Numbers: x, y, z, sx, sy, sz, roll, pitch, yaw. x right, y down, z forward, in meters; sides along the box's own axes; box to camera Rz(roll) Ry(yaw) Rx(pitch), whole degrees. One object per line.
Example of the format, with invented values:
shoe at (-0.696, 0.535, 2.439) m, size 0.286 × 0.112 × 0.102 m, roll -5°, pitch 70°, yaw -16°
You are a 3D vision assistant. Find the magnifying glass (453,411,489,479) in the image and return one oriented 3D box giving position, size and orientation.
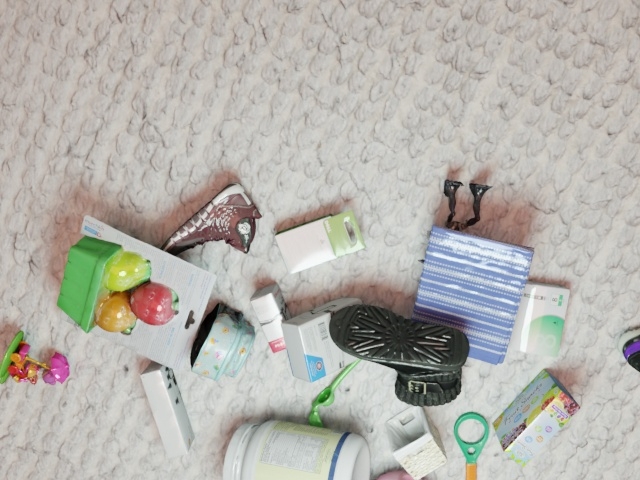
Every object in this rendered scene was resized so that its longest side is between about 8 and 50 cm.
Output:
magnifying glass at (0.404, 0.571, 1.759) m, size 0.092 × 0.026 × 0.231 m, roll -1°, pitch 97°, yaw 3°

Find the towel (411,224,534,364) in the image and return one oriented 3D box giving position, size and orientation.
towel at (0.357, 0.137, 1.584) m, size 0.243 × 0.040 × 0.336 m, roll 14°, pitch 118°, yaw 12°

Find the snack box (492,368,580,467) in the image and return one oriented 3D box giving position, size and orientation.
snack box at (0.537, 0.442, 1.653) m, size 0.070 × 0.174 × 0.207 m, roll 41°, pitch 100°, yaw -1°

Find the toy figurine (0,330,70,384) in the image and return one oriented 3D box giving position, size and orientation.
toy figurine at (-0.751, 0.342, 1.745) m, size 0.159 × 0.130 × 0.173 m, roll 23°, pitch 122°, yaw -10°

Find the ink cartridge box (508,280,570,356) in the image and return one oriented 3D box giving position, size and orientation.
ink cartridge box at (0.505, 0.192, 1.677) m, size 0.225 × 0.056 × 0.181 m, roll 7°, pitch 99°, yaw 0°

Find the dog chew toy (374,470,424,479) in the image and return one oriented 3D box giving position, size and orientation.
dog chew toy at (0.175, 0.771, 1.721) m, size 0.207 × 0.206 × 0.332 m, roll 26°, pitch 108°, yaw -1°

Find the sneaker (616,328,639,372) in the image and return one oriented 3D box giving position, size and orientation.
sneaker at (0.903, 0.273, 1.611) m, size 0.293 × 0.146 × 0.102 m, roll -15°, pitch 115°, yaw 8°

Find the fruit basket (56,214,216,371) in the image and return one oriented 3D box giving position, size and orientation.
fruit basket at (-0.461, 0.135, 1.646) m, size 0.353 × 0.165 × 0.327 m, roll 21°, pitch 117°, yaw -3°

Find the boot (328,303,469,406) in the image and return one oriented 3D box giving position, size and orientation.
boot at (0.189, 0.296, 1.622) m, size 0.348 × 0.260 × 0.131 m, roll 15°, pitch 59°, yaw 11°

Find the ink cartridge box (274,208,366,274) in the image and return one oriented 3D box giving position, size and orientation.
ink cartridge box at (0.000, 0.000, 1.665) m, size 0.209 × 0.062 × 0.109 m, roll -19°, pitch 98°, yaw 6°

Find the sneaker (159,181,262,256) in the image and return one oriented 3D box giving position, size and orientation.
sneaker at (-0.266, -0.004, 1.659) m, size 0.281 × 0.106 × 0.162 m, roll -40°, pitch 98°, yaw 8°

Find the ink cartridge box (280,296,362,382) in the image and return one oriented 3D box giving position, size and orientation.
ink cartridge box at (0.018, 0.243, 1.641) m, size 0.203 × 0.086 × 0.148 m, roll -19°, pitch 101°, yaw -35°

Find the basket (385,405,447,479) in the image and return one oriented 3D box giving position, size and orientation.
basket at (0.247, 0.516, 1.686) m, size 0.113 × 0.167 × 0.103 m, roll -33°, pitch 101°, yaw 7°

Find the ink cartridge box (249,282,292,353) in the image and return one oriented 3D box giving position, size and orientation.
ink cartridge box at (-0.117, 0.196, 1.678) m, size 0.063 × 0.109 × 0.150 m, roll -21°, pitch 98°, yaw 7°

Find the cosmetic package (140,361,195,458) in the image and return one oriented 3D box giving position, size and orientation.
cosmetic package at (-0.401, 0.442, 1.739) m, size 0.060 × 0.099 × 0.239 m, roll -15°, pitch 99°, yaw 6°

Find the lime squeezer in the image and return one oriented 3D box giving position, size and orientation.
lime squeezer at (0.030, 0.446, 1.740) m, size 0.110 × 0.059 × 0.310 m, roll 12°, pitch 99°, yaw 1°

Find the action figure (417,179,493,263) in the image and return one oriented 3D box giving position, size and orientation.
action figure at (0.334, -0.007, 1.610) m, size 0.164 × 0.141 × 0.275 m, roll 8°, pitch 96°, yaw 0°

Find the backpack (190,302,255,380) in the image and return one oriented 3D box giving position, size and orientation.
backpack at (-0.250, 0.267, 1.657) m, size 0.144 × 0.188 × 0.166 m, roll 29°, pitch 99°, yaw -2°

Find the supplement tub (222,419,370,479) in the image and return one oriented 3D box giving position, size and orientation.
supplement tub at (-0.056, 0.583, 1.651) m, size 0.325 × 0.235 × 0.235 m, roll 3°, pitch 100°, yaw 20°
